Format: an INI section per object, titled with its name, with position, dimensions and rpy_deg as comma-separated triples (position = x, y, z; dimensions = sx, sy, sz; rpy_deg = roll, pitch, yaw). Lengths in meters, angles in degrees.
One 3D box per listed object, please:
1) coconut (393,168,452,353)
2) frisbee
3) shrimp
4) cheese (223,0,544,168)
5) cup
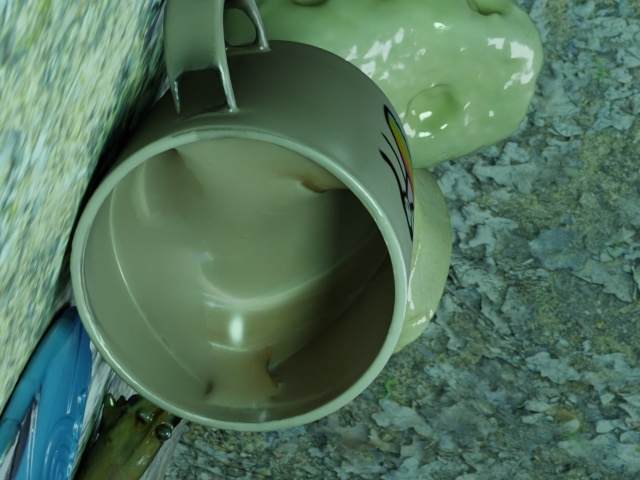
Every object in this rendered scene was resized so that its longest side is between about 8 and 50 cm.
[coconut]
position = 0.000, 0.000, 1.770
dimensions = 0.259, 0.259, 0.259
rpy_deg = 22, 90, -90
[frisbee]
position = -0.183, 0.157, 1.170
dimensions = 0.242, 0.045, 0.242
rpy_deg = 20, 90, -90
[shrimp]
position = -0.175, 0.164, 1.736
dimensions = 0.262, 0.066, 0.117
rpy_deg = -52, -158, 28
[cheese]
position = 0.020, -0.131, 1.380
dimensions = 0.248, 0.251, 0.173
rpy_deg = -49, 168, -34
[cup]
position = -0.043, -0.044, 1.130
dimensions = 0.200, 0.191, 0.253
rpy_deg = -75, 154, -64
